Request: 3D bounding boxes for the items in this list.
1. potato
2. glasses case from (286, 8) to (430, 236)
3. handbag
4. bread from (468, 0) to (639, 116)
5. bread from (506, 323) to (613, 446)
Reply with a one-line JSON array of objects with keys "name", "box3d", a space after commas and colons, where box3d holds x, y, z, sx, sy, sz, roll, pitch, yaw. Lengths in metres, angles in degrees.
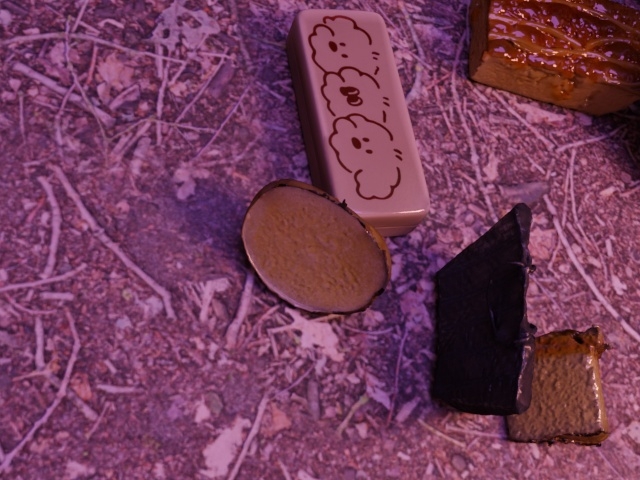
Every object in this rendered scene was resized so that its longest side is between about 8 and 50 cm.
[{"name": "potato", "box3d": [0.000, 0.000, 1.114, 0.200, 0.164, 0.081, 35, 28, -6]}, {"name": "glasses case", "box3d": [0.048, -0.169, 1.236, 0.144, 0.076, 0.336, -4, 67, -20]}, {"name": "handbag", "box3d": [0.215, 0.100, 1.104, 0.088, 0.175, 0.270, 12, 64, -14]}, {"name": "bread", "box3d": [0.375, -0.313, 1.395, 0.274, 0.114, 0.185, 12, 62, -10]}, {"name": "bread", "box3d": [0.311, 0.195, 1.157, 0.152, 0.127, 0.147, -7, 65, 15]}]
